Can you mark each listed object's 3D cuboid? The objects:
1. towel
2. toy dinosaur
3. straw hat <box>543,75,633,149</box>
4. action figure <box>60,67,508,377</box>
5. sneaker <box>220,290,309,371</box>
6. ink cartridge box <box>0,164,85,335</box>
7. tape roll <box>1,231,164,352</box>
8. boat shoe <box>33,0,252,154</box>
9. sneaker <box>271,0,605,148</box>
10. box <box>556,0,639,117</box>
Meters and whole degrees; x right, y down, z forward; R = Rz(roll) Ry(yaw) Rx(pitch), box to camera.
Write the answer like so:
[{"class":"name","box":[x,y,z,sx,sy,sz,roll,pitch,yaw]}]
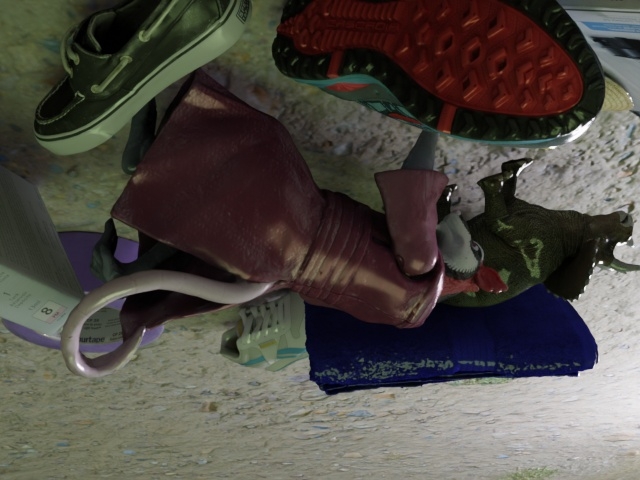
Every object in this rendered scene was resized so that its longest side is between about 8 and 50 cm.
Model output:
[{"class":"towel","box":[0.133,0.090,0.856,0.309,0.227,0.076,-2,118,-2]},{"class":"toy dinosaur","box":[0.165,0.011,0.770,0.314,0.160,0.121,-16,-171,20]},{"class":"straw hat","box":[0.175,-0.106,0.595,0.145,0.061,0.144,23,-174,-3]},{"class":"action figure","box":[0.000,0.000,0.646,0.371,0.275,0.248,18,138,-9]},{"class":"sneaker","box":[-0.065,0.124,1.028,0.092,0.087,0.228,14,144,-25]},{"class":"ink cartridge box","box":[-0.320,-0.031,0.624,0.066,0.189,0.232,-45,142,8]},{"class":"tape roll","box":[-0.288,0.069,0.910,0.189,0.080,0.189,-4,151,-2]},{"class":"boat shoe","box":[-0.156,-0.143,0.560,0.219,0.077,0.070,-29,143,24]},{"class":"sneaker","box":[0.090,-0.125,0.514,0.125,0.104,0.262,14,-168,-47]},{"class":"box","box":[0.270,-0.138,0.512,0.290,0.087,0.169,19,-174,-36]}]
